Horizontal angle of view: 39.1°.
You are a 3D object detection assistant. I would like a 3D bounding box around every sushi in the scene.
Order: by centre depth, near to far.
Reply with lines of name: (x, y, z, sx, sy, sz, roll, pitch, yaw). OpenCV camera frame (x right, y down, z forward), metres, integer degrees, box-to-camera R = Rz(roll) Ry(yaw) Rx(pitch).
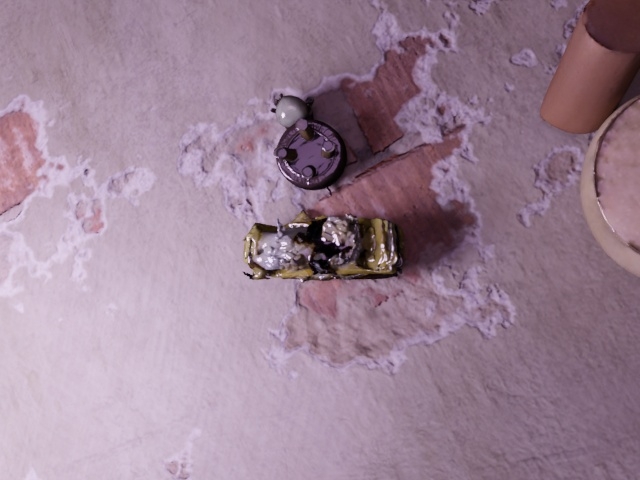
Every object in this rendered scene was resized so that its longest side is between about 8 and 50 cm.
sushi: (0.002, 0.001, 1.578, 0.291, 0.131, 0.139, -3, 79, 21)

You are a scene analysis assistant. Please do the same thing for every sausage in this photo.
sausage: (0.449, -0.277, 1.473, 0.123, 0.253, 0.123, 1, 63, -3)

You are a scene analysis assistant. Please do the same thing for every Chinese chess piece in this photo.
Chinese chess piece: (0.592, -0.090, 1.450, 0.338, 0.140, 0.338, -3, 79, 14)

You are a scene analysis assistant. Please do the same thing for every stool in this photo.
stool: (-0.029, -0.182, 1.630, 0.125, 0.121, 0.217, -23, 79, 9)
